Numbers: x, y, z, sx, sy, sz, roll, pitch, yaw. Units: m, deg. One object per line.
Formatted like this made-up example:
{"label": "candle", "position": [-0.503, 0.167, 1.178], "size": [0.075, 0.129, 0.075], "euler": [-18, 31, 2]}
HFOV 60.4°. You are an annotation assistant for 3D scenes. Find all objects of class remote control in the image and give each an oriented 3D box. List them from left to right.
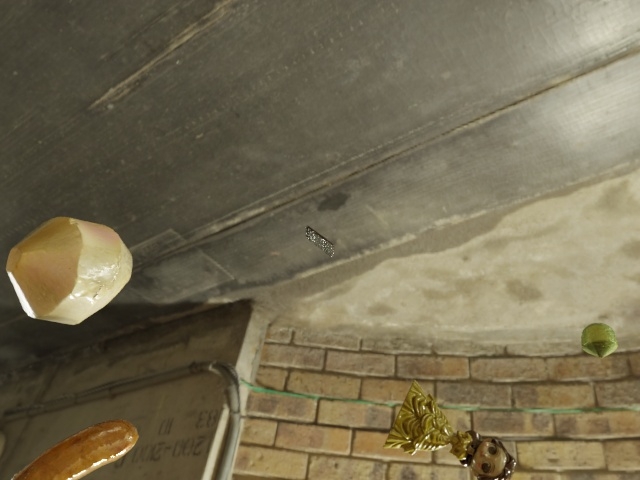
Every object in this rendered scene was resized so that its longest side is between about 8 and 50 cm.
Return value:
{"label": "remote control", "position": [0.000, 0.000, 1.263], "size": [0.096, 0.014, 0.039], "euler": [36, 139, 35]}

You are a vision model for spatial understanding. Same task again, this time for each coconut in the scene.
{"label": "coconut", "position": [-0.562, 0.064, 1.223], "size": [0.259, 0.259, 0.259], "euler": [5, 140, 5]}
{"label": "coconut", "position": [0.729, 0.264, 1.439], "size": [0.087, 0.096, 0.088], "euler": [8, 149, 5]}

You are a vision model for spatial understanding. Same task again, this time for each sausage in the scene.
{"label": "sausage", "position": [-0.544, 0.489, 1.232], "size": [0.109, 0.270, 0.109], "euler": [30, 132, 39]}

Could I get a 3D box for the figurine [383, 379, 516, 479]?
{"label": "figurine", "position": [0.345, 0.519, 1.415], "size": [0.315, 0.187, 0.168], "euler": [24, 129, 15]}
